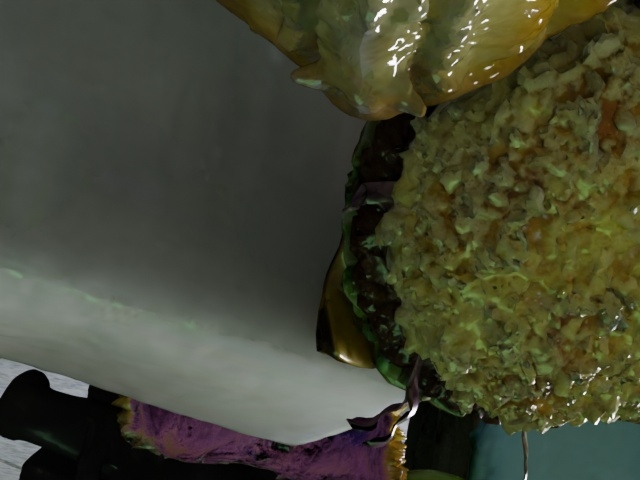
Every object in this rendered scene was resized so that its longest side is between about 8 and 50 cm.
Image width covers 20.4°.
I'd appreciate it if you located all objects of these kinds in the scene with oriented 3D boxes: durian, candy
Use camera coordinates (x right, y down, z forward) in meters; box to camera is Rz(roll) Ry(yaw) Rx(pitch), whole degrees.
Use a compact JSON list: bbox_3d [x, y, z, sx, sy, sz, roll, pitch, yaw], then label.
[{"bbox_3d":[-0.044,0.123,1.529,0.260,0.154,0.186,7,-178,4],"label":"durian"},{"bbox_3d":[-0.104,-0.032,0.938,0.358,0.208,0.145,20,158,-29],"label":"candy"}]

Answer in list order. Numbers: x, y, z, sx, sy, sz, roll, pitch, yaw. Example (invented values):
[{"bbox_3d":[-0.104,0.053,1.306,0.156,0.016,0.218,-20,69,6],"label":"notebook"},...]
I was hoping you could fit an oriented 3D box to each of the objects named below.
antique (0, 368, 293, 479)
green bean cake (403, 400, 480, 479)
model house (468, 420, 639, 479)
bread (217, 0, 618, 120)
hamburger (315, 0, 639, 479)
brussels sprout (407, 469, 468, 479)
[{"bbox_3d":[-0.130,0.227,1.682,0.255,0.185,0.322,21,-170,25],"label":"antique"},{"bbox_3d":[0.219,0.217,1.683,0.241,0.132,0.255,19,161,-16],"label":"green bean cake"},{"bbox_3d":[0.236,0.122,1.294,0.280,0.230,0.249,13,-174,-5],"label":"model house"},{"bbox_3d":[0.030,-0.119,0.724,0.251,0.133,0.174,10,161,0],"label":"bread"},{"bbox_3d":[0.120,-0.003,0.869,0.243,0.262,0.139,9,-165,-18],"label":"hamburger"},{"bbox_3d":[0.055,0.359,1.532,0.289,0.355,0.281,37,-179,-2],"label":"brussels sprout"}]
